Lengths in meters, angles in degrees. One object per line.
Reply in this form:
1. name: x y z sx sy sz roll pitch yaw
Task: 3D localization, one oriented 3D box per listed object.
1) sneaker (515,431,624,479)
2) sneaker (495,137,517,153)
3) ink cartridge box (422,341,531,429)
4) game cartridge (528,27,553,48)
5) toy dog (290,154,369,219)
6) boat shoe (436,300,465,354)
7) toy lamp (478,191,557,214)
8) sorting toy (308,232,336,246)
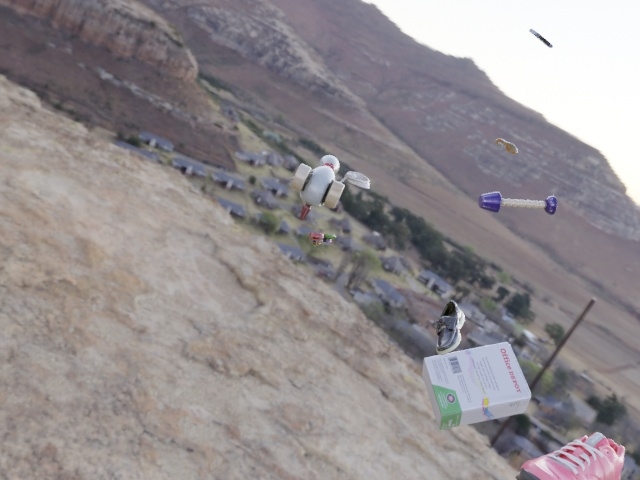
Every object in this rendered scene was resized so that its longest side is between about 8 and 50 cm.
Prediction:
1. sneaker: 0.471 0.413 1.226 0.314 0.136 0.116 19 7 -44
2. sneaker: 0.639 -0.326 2.259 0.083 0.032 0.037 37 24 15
3. ink cartridge box: 0.478 0.449 2.048 0.278 0.117 0.201 -10 50 -3
4. game cartridge: 0.700 -0.643 2.100 0.083 0.017 0.056 27 21 -28
5. toy dog: -0.004 -0.165 2.127 0.220 0.161 0.334 36 22 17
6. boat shoe: 0.258 0.177 1.353 0.049 0.056 0.152 60 27 -14
7. toy lamp: 0.713 -0.133 2.399 0.275 0.080 0.080 3 16 -4
8. sorting toy: 0.000 0.000 2.017 0.061 0.042 0.102 6 0 43
